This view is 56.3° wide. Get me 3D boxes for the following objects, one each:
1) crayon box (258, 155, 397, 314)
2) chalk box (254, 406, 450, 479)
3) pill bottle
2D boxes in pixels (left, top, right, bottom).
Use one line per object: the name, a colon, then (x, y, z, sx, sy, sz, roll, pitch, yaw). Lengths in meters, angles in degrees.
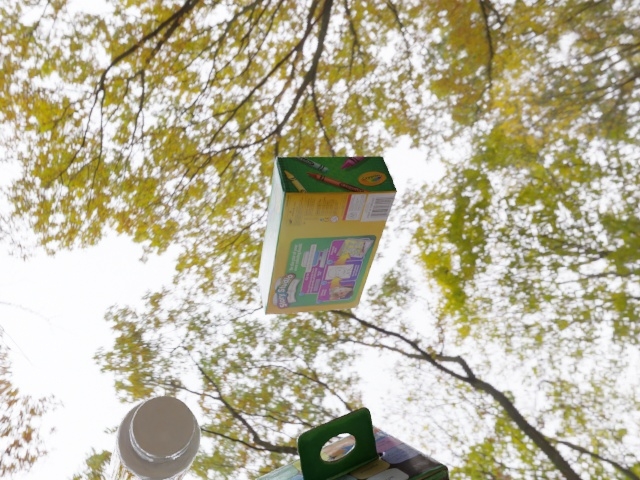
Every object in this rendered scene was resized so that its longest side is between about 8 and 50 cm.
crayon box: (0.000, 0.000, 0.933, 0.165, 0.279, 0.081, -2, -133, -16)
chalk box: (0.044, 0.332, 0.667, 0.180, 0.179, 0.289, -16, -87, -21)
pill bottle: (-0.243, 0.306, 0.879, 0.117, 0.215, 0.117, 11, -128, -15)
